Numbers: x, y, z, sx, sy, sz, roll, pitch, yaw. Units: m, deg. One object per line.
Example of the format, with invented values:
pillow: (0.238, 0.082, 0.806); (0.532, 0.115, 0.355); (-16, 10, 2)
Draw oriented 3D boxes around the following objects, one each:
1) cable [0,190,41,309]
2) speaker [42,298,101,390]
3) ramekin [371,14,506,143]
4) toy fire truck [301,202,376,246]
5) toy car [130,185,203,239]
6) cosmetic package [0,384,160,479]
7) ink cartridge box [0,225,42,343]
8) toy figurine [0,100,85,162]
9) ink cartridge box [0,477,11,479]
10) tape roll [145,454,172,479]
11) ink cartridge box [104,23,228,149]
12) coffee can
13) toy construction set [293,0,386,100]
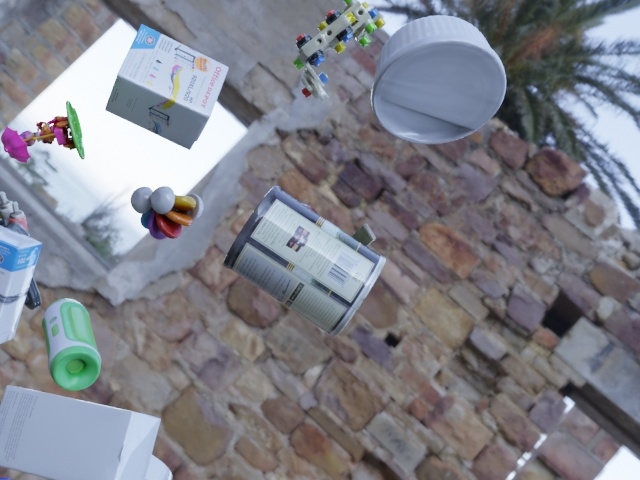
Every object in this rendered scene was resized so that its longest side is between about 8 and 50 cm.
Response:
cable: (-0.634, 0.032, 1.601); (0.140, 0.072, 0.287); (16, -46, 33)
speaker: (-0.641, 0.260, 1.911); (0.131, 0.131, 0.296); (49, -3, -32)
ramekin: (0.235, -0.336, 1.534); (0.273, 0.273, 0.127); (52, 27, -45)
toy fire truck: (0.000, 0.000, 1.734); (0.217, 0.246, 0.158); (55, 13, -8)
toy car: (-0.415, -0.069, 2.005); (0.182, 0.136, 0.159); (2, -8, 36)
cosmetic package: (-0.600, 0.483, 1.806); (0.366, 0.196, 0.155); (9, -16, 17)
ink cartridge box: (-0.589, 0.070, 1.297); (0.140, 0.190, 0.082); (21, 9, 6)
toy figurine: (-0.606, -0.228, 1.613); (0.173, 0.159, 0.130); (-123, -159, -63)
ink cartridge box: (-0.653, 0.588, 1.475); (0.046, 0.207, 0.097); (8, 1, -19)
tape roll: (-0.613, 0.638, 2.104); (0.392, 0.072, 0.392); (12, -35, 9)
ink cartridge box: (-0.373, -0.370, 1.818); (0.233, 0.171, 0.168); (24, -30, -16)
coffee can: (-0.033, 0.044, 1.544); (0.275, 0.201, 0.201); (34, -8, 0)
toy construction set: (0.036, -0.552, 2.102); (0.151, 0.327, 0.215); (39, 9, 2)
